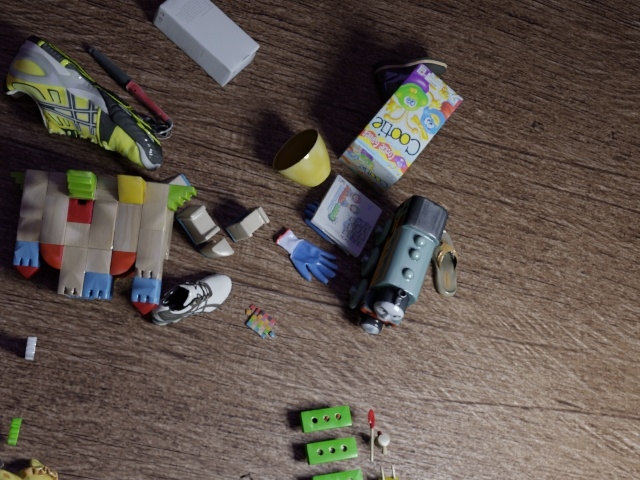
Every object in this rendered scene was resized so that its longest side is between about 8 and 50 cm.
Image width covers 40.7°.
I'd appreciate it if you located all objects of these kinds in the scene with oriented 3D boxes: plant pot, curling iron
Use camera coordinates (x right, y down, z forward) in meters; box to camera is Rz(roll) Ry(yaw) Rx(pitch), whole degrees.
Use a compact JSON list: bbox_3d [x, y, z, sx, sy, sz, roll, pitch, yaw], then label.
[{"bbox_3d":[-0.031,-0.182,2.027,0.095,0.134,0.134,47,56,-30],"label":"plant pot"},{"bbox_3d":[-0.435,-0.339,1.967,0.068,0.035,0.274,-37,87,-30],"label":"curling iron"}]

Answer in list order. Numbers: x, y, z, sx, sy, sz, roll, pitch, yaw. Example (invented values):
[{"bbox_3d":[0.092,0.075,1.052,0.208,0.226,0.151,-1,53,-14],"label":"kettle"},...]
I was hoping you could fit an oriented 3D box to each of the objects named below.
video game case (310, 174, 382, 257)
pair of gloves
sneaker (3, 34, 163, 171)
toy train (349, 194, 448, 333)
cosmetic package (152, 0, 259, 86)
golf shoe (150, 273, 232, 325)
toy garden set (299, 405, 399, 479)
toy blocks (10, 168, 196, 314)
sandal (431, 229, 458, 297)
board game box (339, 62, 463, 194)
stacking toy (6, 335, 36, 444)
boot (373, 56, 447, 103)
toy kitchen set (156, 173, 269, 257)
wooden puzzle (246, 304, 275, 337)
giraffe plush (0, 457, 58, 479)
[{"bbox_3d":[0.063,-0.059,2.047,0.143,0.019,0.157,38,53,-12],"label":"video game case"},{"bbox_3d":[0.000,0.000,2.015,0.159,0.023,0.198,42,61,-2],"label":"pair of gloves"},{"bbox_3d":[-0.508,-0.270,1.870,0.384,0.145,0.147,40,94,-1],"label":"sneaker"},{"bbox_3d":[0.179,0.052,1.970,0.142,0.190,0.334,29,61,-8],"label":"toy train"},{"bbox_3d":[-0.274,-0.493,2.069,0.231,0.085,0.117,44,60,-3],"label":"cosmetic package"},{"bbox_3d":[-0.263,0.119,1.820,0.198,0.094,0.077,-27,80,-30],"label":"golf shoe"},{"bbox_3d":[0.071,0.476,1.833,0.203,0.049,0.244,-5,70,-17],"label":"toy garden set"},{"bbox_3d":[-0.454,0.007,1.735,0.381,0.191,0.261,6,83,0],"label":"toy blocks"},{"bbox_3d":[0.305,0.048,2.103,0.072,0.049,0.180,2,69,-21],"label":"sandal"},{"bbox_3d":[0.195,-0.271,2.106,0.144,0.142,0.275,40,72,-3],"label":"board game box"},{"bbox_3d":[-0.640,0.272,1.632,0.166,0.052,0.221,10,68,-16],"label":"stacking toy"},{"bbox_3d":[0.242,-0.400,2.254,0.197,0.077,0.137,-7,76,-11],"label":"boot"},{"bbox_3d":[-0.246,-0.077,1.914,0.166,0.122,0.207,-42,109,-30],"label":"toy kitchen set"},{"bbox_3d":[-0.131,0.181,1.897,0.083,0.006,0.049,38,60,-4],"label":"wooden puzzle"},{"bbox_3d":[-0.556,0.448,1.543,0.170,0.210,0.182,21,44,-50],"label":"giraffe plush"}]
